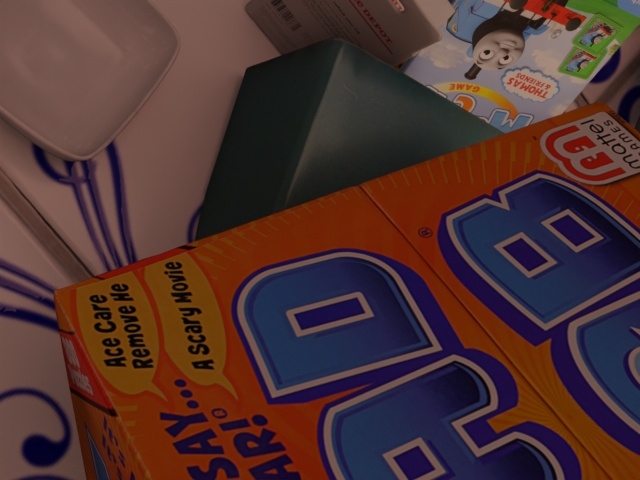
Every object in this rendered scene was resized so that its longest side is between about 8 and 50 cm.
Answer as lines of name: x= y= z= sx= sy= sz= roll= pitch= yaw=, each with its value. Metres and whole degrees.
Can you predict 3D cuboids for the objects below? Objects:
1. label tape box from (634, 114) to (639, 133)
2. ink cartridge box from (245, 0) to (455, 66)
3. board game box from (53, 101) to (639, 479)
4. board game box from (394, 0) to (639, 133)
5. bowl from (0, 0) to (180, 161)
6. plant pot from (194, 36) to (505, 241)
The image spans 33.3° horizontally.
label tape box: x=0.434 y=-0.061 z=1.006 sx=0.249 sy=0.347 sz=0.115 roll=23 pitch=114 yaw=-9
ink cartridge box: x=0.030 y=-0.185 z=0.832 sx=0.104 sy=0.180 sz=0.060 roll=50 pitch=63 yaw=-15
board game box: x=0.098 y=0.203 z=0.606 sx=0.356 sy=0.356 sz=0.356 roll=-20 pitch=49 yaw=-22
board game box: x=0.152 y=-0.156 z=0.893 sx=0.160 sy=0.211 sz=0.039 roll=16 pitch=41 yaw=-27
bowl: x=-0.191 y=-0.138 z=0.772 sx=0.142 sy=0.053 sz=0.142 roll=42 pitch=64 yaw=-19
plant pot: x=0.000 y=0.000 z=0.803 sx=0.166 sy=0.165 sz=0.234 roll=27 pitch=78 yaw=-24
